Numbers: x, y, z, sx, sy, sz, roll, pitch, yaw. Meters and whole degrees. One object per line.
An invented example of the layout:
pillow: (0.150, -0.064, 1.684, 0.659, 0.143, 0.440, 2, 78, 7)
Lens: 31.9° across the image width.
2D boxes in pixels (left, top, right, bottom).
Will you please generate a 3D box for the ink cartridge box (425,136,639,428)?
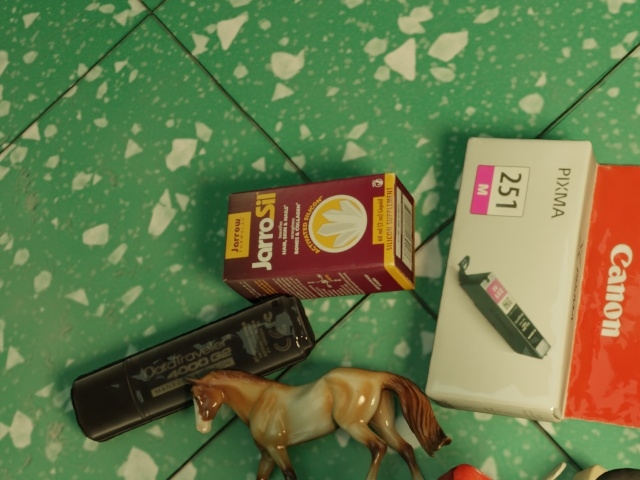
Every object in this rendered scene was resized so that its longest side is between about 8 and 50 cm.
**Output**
ink cartridge box: (0.242, 0.037, 1.077, 0.238, 0.060, 0.275, 4, 71, 24)

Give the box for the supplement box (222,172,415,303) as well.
supplement box: (0.000, 0.000, 1.173, 0.188, 0.081, 0.104, -6, 67, 19)

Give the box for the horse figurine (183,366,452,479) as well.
horse figurine: (0.003, 0.190, 1.105, 0.263, 0.066, 0.175, -17, 70, 17)

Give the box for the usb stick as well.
usb stick: (-0.140, 0.137, 1.190, 0.278, 0.045, 0.077, -23, 76, 12)

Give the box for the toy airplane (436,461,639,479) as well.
toy airplane: (0.175, 0.357, 0.824, 0.272, 0.386, 0.385, -16, 74, 28)
